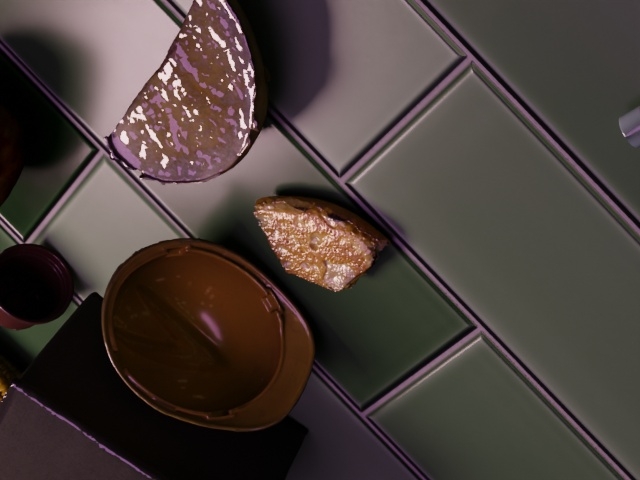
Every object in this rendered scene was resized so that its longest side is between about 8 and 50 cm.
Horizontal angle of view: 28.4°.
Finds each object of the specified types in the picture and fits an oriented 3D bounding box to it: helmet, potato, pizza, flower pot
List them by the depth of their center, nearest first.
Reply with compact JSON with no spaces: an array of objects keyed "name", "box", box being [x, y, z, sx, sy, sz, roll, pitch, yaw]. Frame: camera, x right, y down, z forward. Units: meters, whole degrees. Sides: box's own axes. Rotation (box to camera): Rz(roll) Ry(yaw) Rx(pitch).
[{"name":"potato","box":[-0.111,-0.159,1.333,0.138,0.098,0.243,38,123,0]},{"name":"pizza","box":[0.000,0.000,1.403,0.160,0.036,0.099,19,125,20]},{"name":"helmet","box":[-0.149,0.117,1.486,0.257,0.205,0.140,31,160,-15]},{"name":"flower pot","box":[-0.385,0.068,1.631,0.111,0.111,0.089,49,144,-5]}]

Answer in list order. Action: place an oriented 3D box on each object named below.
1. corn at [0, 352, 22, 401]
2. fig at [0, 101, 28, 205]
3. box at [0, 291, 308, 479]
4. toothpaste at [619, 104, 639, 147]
[{"name":"corn","box":[-0.441,0.227,1.746,0.318,0.115,0.115,47,130,-2]},{"name":"fig","box":[-0.467,-0.143,1.532,0.290,0.191,0.190,59,142,39]},{"name":"box","box":[-0.233,0.278,1.567,0.345,0.204,0.251,34,127,-2]},{"name":"toothpaste","box":[0.359,-0.144,1.115,0.205,0.036,0.056,-31,98,35]}]
